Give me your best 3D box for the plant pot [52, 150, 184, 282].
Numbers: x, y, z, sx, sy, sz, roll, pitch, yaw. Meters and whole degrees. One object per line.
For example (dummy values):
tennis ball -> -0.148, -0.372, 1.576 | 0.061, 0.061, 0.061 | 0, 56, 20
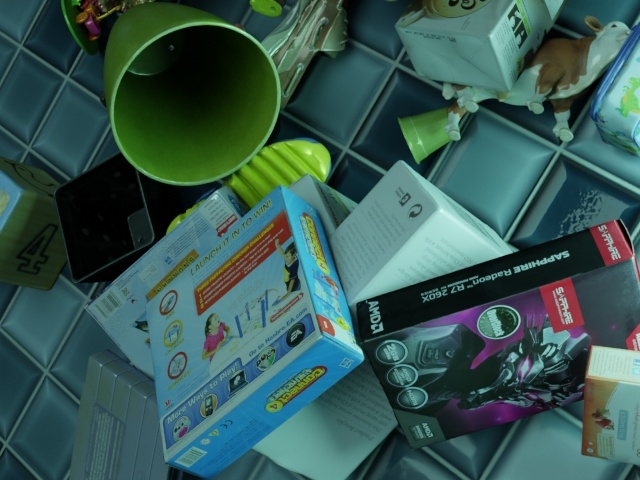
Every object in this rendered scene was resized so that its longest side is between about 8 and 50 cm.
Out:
plant pot -> -0.339, -0.032, 1.850 | 0.188, 0.167, 0.187 | -27, 68, 23

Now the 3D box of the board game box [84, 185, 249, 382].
board game box -> -0.172, 0.130, 1.705 | 0.319, 0.066, 0.318 | -39, 91, 17

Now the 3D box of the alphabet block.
alphabet block -> -0.599, -0.038, 1.980 | 0.192, 0.197, 0.193 | 37, 99, 29

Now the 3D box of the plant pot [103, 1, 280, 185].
plant pot -> -0.246, -0.278, 1.699 | 0.274, 0.275, 0.293 | -51, 38, 11

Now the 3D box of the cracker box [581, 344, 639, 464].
cracker box -> 0.461, 0.226, 1.332 | 0.232, 0.155, 0.067 | 6, 40, 19

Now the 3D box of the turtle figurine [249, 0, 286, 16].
turtle figurine -> -0.053, -0.478, 1.786 | 0.270, 0.087, 0.217 | -28, 30, 41

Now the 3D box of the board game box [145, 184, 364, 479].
board game box -> -0.107, 0.127, 1.461 | 0.308, 0.086, 0.302 | -40, 40, 22

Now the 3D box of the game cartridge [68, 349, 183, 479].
game cartridge -> -0.331, 0.384, 1.755 | 0.230, 0.068, 0.355 | 31, 119, 34

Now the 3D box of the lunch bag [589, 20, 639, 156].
lunch bag -> 0.453, -0.210, 1.414 | 0.090, 0.219, 0.176 | 33, 97, 24

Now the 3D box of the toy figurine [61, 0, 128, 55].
toy figurine -> -0.408, -0.468, 2.032 | 0.159, 0.130, 0.173 | -21, 45, 10

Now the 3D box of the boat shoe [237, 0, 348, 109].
boat shoe -> -0.007, -0.364, 1.778 | 0.116, 0.123, 0.324 | 40, 96, -5

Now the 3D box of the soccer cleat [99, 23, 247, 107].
soccer cleat -> -0.267, -0.310, 1.912 | 0.318, 0.109, 0.116 | -11, 63, 25

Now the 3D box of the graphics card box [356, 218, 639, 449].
graphics card box -> 0.257, 0.134, 1.395 | 0.371, 0.232, 0.094 | -17, 36, 10

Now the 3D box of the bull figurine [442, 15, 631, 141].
bull figurine -> 0.322, -0.243, 1.547 | 0.310, 0.101, 0.188 | 0, 48, 36

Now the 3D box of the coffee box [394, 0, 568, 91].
coffee box -> 0.267, -0.376, 1.539 | 0.168, 0.119, 0.297 | 18, 64, 38

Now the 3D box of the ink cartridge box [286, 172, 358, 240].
ink cartridge box -> 0.000, 0.000, 1.640 | 0.127, 0.176, 0.128 | -37, 57, 19

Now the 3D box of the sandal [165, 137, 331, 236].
sandal -> -0.121, -0.077, 1.763 | 0.317, 0.138, 0.126 | -30, 98, 13

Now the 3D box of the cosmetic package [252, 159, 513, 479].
cosmetic package -> 0.068, 0.133, 1.531 | 0.453, 0.230, 0.161 | -48, 33, 12

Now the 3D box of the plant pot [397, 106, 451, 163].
plant pot -> 0.176, -0.175, 1.650 | 0.079, 0.083, 0.083 | -23, 69, 10

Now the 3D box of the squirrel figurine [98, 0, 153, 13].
squirrel figurine -> -0.277, -0.592, 1.820 | 0.397, 0.281, 0.370 | -39, 20, -12
